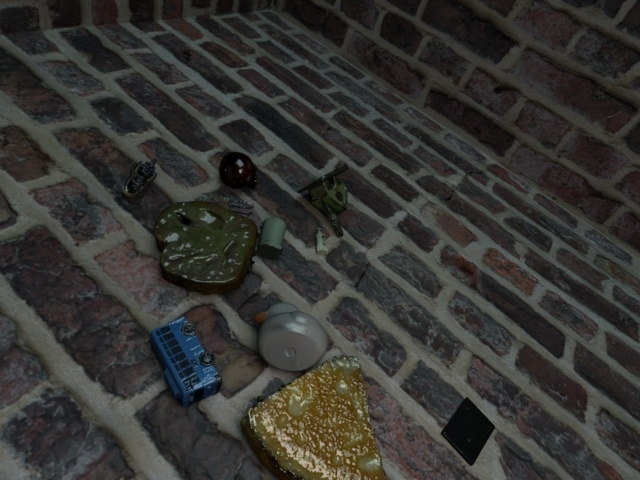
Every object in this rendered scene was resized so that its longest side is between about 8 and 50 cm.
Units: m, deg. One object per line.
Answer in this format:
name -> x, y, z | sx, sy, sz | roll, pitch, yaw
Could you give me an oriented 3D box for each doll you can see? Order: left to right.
doll -> -0.096, 0.297, 1.300 | 0.251, 0.221, 0.221 | 18, 45, -4

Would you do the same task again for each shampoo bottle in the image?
shampoo bottle -> 0.000, 0.000, 1.708 | 0.049, 0.034, 0.141 | 3, 47, -14

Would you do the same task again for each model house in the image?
model house -> 0.068, -0.165, 1.821 | 0.218, 0.205, 0.278 | -33, 98, -40

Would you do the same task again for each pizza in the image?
pizza -> -0.027, 0.542, 1.136 | 0.393, 0.080, 0.434 | 5, 48, -20

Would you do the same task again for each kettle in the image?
kettle -> -0.205, -0.011, 1.583 | 0.127, 0.098, 0.147 | 20, 48, -14

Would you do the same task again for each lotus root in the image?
lotus root -> -0.402, 0.014, 1.445 | 0.375, 0.111, 0.390 | -20, 59, -32

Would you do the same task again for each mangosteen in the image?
mangosteen -> -0.347, -0.299, 1.742 | 0.184, 0.172, 0.172 | 19, 41, -35

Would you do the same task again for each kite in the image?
kite -> -0.393, -0.144, 1.681 | 0.230, 0.016, 0.127 | 8, 50, -14

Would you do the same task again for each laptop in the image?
laptop -> 0.505, 0.641, 1.358 | 0.135, 0.016, 0.197 | 45, 48, 17

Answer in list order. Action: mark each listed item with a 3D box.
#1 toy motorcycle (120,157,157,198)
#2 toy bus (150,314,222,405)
toy motorcycle -> -0.708, -0.241, 1.566 | 0.094, 0.130, 0.229 | 35, 26, -23
toy bus -> -0.390, 0.351, 1.157 | 0.134, 0.116, 0.234 | -21, 59, -36
